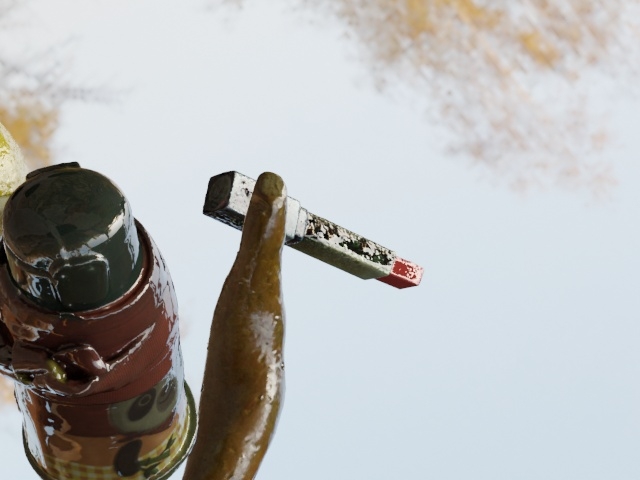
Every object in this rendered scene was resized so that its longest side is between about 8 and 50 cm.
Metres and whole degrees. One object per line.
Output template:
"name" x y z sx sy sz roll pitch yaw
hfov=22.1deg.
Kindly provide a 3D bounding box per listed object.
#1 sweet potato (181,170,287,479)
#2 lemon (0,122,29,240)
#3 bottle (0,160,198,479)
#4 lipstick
"sweet potato" -0.066 0.110 1.481 0.108 0.079 0.346 -109 -151 -89
"lemon" -0.484 -0.079 1.991 0.240 0.219 0.240 -32 165 -10
"bottle" -0.165 0.066 1.132 0.143 0.271 0.156 -12 -130 -9
"lipstick" 0.000 0.000 1.936 0.051 0.312 0.051 -16 -123 47
